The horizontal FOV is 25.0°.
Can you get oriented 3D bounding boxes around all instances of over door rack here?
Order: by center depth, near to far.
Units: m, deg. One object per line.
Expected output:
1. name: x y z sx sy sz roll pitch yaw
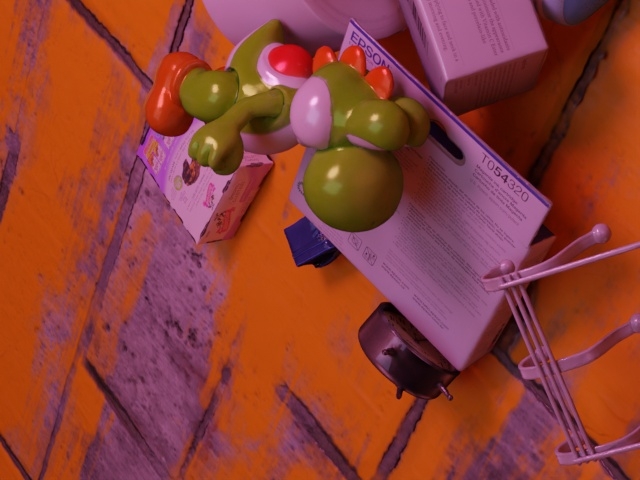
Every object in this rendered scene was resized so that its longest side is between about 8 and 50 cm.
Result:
1. over door rack: 0.354 0.096 1.488 0.324 0.108 0.239 -16 105 37

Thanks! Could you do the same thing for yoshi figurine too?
1. yoshi figurine: -0.034 -0.107 1.640 0.362 0.203 0.203 15 145 44

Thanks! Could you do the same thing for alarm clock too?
1. alarm clock: 0.106 0.131 1.792 0.064 0.129 0.192 -49 15 18

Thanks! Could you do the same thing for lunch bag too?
1. lunch bag: 0.000 0.000 1.938 0.098 0.067 0.065 -32 73 49

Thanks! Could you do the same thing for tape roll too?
1. tape roll: -0.009 -0.345 1.740 0.169 0.246 0.246 -9 91 50

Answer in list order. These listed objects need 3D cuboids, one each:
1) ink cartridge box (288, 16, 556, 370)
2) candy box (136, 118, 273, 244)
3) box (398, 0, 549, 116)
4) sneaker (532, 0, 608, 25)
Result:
1. ink cartridge box: 0.121 -0.056 1.693 0.324 0.071 0.330 46 143 20
2. candy box: -0.171 -0.121 2.110 0.196 0.070 0.165 55 134 27
3. box: 0.161 -0.250 1.596 0.182 0.119 0.180 71 -179 -80
4. sneaker: 0.349 -0.278 1.433 0.319 0.127 0.208 -51 59 43
